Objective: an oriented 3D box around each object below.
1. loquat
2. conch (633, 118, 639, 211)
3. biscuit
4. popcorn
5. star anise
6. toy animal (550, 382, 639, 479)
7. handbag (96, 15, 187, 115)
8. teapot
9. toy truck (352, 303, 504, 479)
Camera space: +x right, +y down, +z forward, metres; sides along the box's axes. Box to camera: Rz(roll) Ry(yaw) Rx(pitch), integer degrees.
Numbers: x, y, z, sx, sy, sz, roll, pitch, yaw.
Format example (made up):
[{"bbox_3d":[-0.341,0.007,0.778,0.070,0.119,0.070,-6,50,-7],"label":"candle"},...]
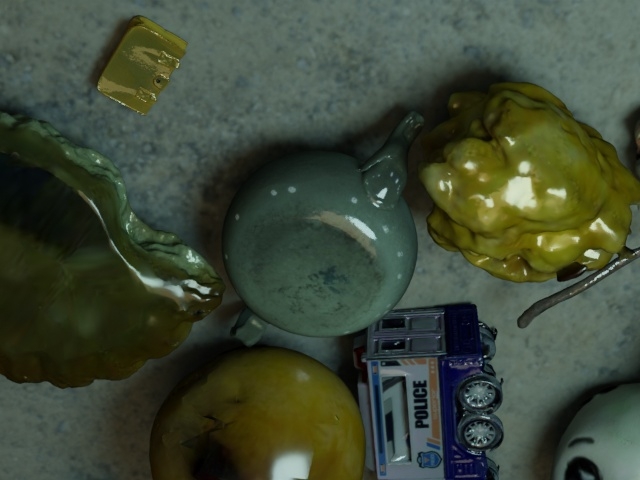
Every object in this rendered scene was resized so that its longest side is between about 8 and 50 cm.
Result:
[{"bbox_3d":[-0.065,0.223,1.305,0.235,0.235,0.235,-2,118,-3],"label":"loquat"},{"bbox_3d":[0.376,-0.098,1.244,0.176,0.104,0.094,-51,145,16],"label":"conch"},{"bbox_3d":[-0.258,0.009,1.234,0.335,0.078,0.329,7,117,8],"label":"biscuit"},{"bbox_3d":[0.190,-0.046,1.207,0.254,0.191,0.190,30,126,-27],"label":"popcorn"},{"bbox_3d":[0.338,0.013,1.278,0.227,0.148,0.218,15,104,-2],"label":"star anise"},{"bbox_3d":[0.367,0.294,1.381,0.213,0.212,0.266,-21,120,7],"label":"toy animal"},{"bbox_3d":[-0.172,-0.168,1.207,0.061,0.027,0.083,27,115,-17],"label":"handbag"},{"bbox_3d":[0.000,0.000,1.243,0.193,0.129,0.294,36,121,-11],"label":"teapot"},{"bbox_3d":[0.121,0.212,1.372,0.155,0.124,0.268,-2,116,5],"label":"toy truck"}]
